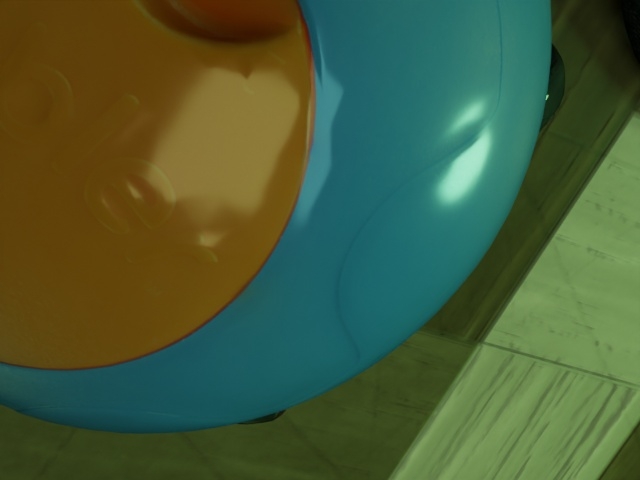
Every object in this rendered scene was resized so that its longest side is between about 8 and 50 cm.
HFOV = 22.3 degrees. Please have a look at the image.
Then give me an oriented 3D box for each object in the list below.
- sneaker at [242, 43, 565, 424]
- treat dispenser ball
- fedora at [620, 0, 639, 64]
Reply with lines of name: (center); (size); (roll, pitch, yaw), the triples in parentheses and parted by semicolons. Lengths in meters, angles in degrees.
sneaker: (0.000, 0.000, 0.819); (0.281, 0.106, 0.162); (-24, 137, 2)
treat dispenser ball: (-0.061, -0.074, 0.593); (0.288, 0.288, 0.288); (-15, 128, -19)
fedora: (0.325, -0.127, 0.837); (0.334, 0.334, 0.152); (45, 60, -42)
